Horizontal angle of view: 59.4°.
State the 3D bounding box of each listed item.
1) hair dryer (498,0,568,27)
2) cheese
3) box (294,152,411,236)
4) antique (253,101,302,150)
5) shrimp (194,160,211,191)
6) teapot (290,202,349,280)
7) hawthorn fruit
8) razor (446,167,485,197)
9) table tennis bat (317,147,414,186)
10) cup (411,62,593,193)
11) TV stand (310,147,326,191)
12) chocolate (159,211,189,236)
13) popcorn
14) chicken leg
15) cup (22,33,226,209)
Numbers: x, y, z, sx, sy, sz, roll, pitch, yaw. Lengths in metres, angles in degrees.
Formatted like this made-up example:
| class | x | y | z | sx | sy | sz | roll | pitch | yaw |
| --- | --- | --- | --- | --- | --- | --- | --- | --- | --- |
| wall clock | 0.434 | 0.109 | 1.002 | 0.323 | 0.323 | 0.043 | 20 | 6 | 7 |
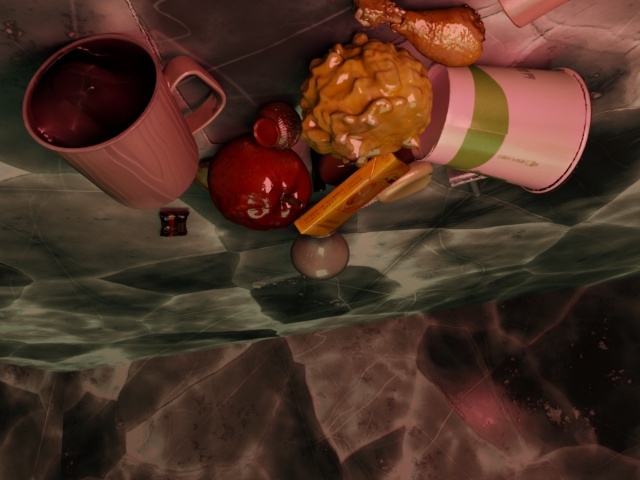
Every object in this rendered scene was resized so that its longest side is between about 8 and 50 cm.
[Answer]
| class | x | y | z | sx | sy | sz | roll | pitch | yaw |
| --- | --- | --- | --- | --- | --- | --- | --- | --- | --- |
| hair dryer | 0.270 | -0.438 | 0.729 | 0.189 | 0.106 | 0.344 | -24 | 147 | 37 |
| cheese | 0.161 | -0.122 | 1.403 | 0.252 | 0.054 | 0.127 | -28 | 164 | -2 |
| box | 0.076 | -0.104 | 1.290 | 0.269 | 0.043 | 0.152 | -39 | 166 | 15 |
| antique | -0.084 | -0.230 | 1.133 | 0.104 | 0.103 | 0.104 | -6 | 159 | -2 |
| shrimp | -0.230 | -0.132 | 1.396 | 0.133 | 0.053 | 0.236 | -18 | 153 | 20 |
| teapot | 0.000 | 0.000 | 1.677 | 0.184 | 0.183 | 0.250 | -5 | 147 | -5 |
| hawthorn fruit | -0.115 | -0.120 | 1.220 | 0.230 | 0.210 | 0.266 | 32 | 173 | -39 |
| razor | 0.418 | -0.160 | 1.535 | 0.106 | 0.068 | 0.232 | -14 | 163 | 19 |
| table tennis bat | 0.122 | -0.182 | 1.338 | 0.268 | 0.051 | 0.414 | -18 | 164 | -6 |
| cup | 0.332 | -0.231 | 1.092 | 0.274 | 0.252 | 0.253 | 7 | 156 | -14 |
| TV stand | -0.001 | -0.192 | 1.324 | 0.040 | 0.048 | 0.256 | -6 | 159 | -5 |
| chocolate | -0.417 | -0.044 | 1.600 | 0.086 | 0.028 | 0.182 | -3 | 157 | -19 |
| popcorn | 0.080 | -0.234 | 1.003 | 0.250 | 0.225 | 0.249 | -6 | 149 | -3 |
| chicken leg | 0.166 | -0.351 | 0.925 | 0.252 | 0.087 | 0.107 | 9 | 143 | -21 |
| cup | -0.331 | -0.220 | 0.996 | 0.209 | 0.288 | 0.273 | 26 | 165 | 14 |
